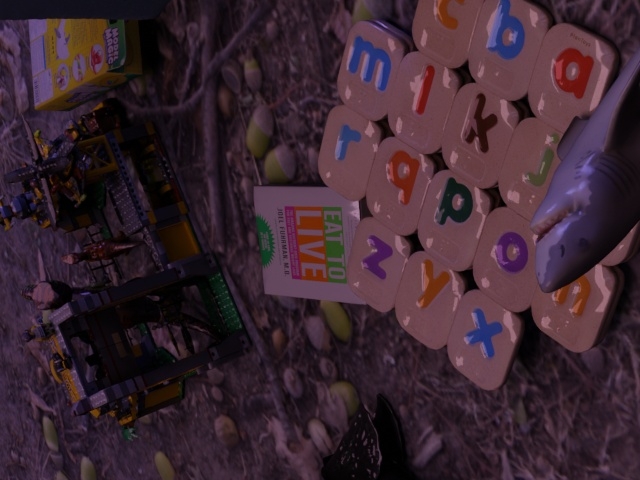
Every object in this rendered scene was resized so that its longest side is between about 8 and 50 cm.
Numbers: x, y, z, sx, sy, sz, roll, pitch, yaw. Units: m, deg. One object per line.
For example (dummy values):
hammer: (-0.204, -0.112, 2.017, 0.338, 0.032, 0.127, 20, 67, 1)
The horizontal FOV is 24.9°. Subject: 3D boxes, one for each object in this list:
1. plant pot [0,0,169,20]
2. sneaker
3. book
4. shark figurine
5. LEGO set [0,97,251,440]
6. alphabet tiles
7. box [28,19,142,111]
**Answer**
plant pot: (-0.183, -0.344, 1.123, 0.252, 0.248, 0.247, -37, 76, 34)
sneaker: (0.033, 0.218, 1.253, 0.089, 0.051, 0.170, 51, 135, 24)
book: (0.000, 0.000, 1.211, 0.144, 0.035, 0.096, 2, 102, 52)
shark figurine: (0.230, -0.089, 0.848, 0.116, 0.166, 0.278, 33, 108, -2)
LEGO set: (-0.233, 0.044, 1.387, 0.255, 0.192, 0.331, -15, 93, 53)
alphabet tiles: (0.109, -0.045, 1.041, 0.284, 0.021, 0.278, 36, 125, 36)
box: (-0.220, -0.192, 1.373, 0.179, 0.043, 0.105, -14, 79, 55)
